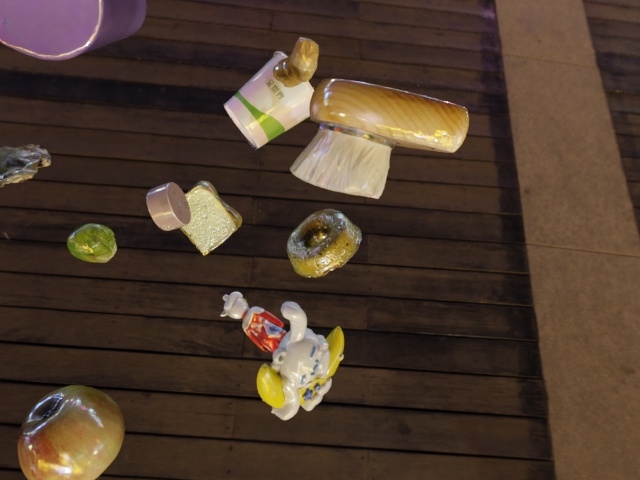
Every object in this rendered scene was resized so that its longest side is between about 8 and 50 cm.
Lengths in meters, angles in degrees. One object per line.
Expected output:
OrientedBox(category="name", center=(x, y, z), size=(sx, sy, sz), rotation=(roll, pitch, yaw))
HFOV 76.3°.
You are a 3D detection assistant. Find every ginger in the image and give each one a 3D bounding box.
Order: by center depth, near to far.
OrientedBox(category="ginger", center=(-0.060, -0.461, 1.068), size=(0.069, 0.190, 0.095), rotation=(-48, 113, -28))

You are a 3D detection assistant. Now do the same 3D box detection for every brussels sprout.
OrientedBox(category="brussels sprout", center=(-0.909, 0.011, 1.624), size=(0.144, 0.181, 0.161), rotation=(24, 54, 29))

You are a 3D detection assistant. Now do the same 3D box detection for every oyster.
OrientedBox(category="oyster", center=(-0.671, -0.131, 0.846), size=(0.166, 0.094, 0.294), rotation=(10, 29, 10))

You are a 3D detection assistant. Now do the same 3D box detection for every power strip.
OrientedBox(category="power strip", center=(-0.493, -0.109, 1.335), size=(0.078, 0.154, 0.154), rotation=(-17, 70, 5))

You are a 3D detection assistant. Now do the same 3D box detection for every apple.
OrientedBox(category="apple", center=(-0.670, 0.523, 1.091), size=(0.257, 0.234, 0.257), rotation=(-16, 37, 13))

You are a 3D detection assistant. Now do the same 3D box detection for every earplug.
OrientedBox(category="earplug", center=(-0.492, -0.507, 0.851), size=(0.215, 0.215, 0.456), rotation=(-1, 28, -7))

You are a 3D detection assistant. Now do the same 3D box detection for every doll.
OrientedBox(category="doll", center=(-0.041, 0.270, 0.900), size=(0.111, 0.237, 0.252), rotation=(25, 91, 46))
OrientedBox(category="doll", center=(-0.218, 0.327, 1.517), size=(0.384, 0.188, 0.099), rotation=(37, 35, 6))

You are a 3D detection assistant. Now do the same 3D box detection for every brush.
OrientedBox(category="brush", center=(0.089, -0.149, 0.646), size=(0.266, 0.174, 0.166), rotation=(21, 102, 37))

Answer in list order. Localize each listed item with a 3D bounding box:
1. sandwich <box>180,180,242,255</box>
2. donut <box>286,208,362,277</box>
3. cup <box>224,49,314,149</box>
OrientedBox(category="sandwich", center=(-0.474, -0.098, 1.667), size=(0.226, 0.087, 0.251), rotation=(-37, 107, 12))
OrientedBox(category="donut", center=(0.000, 0.000, 1.390), size=(0.272, 0.107, 0.272), rotation=(-22, 35, 17))
OrientedBox(category="cup", center=(-0.176, -0.478, 1.436), size=(0.274, 0.253, 0.253), rotation=(-40, 78, -6))
